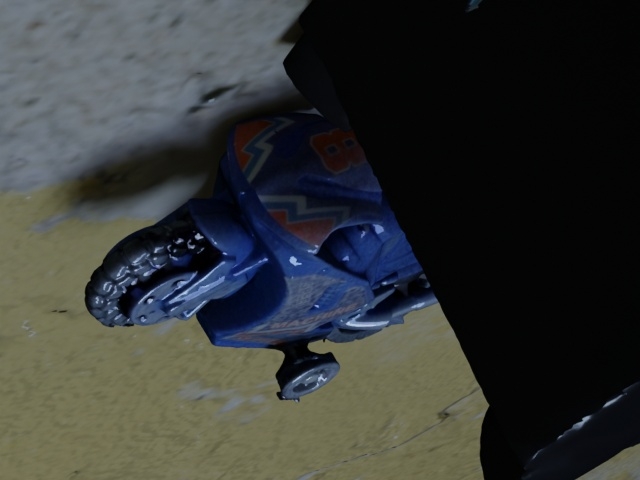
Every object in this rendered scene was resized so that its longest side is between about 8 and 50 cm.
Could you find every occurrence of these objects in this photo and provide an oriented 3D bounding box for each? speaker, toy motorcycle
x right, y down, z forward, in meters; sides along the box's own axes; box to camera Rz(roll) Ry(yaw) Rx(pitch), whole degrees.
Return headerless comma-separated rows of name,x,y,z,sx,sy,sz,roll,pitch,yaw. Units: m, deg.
speaker,0.157,-0.057,0.583,0.232,0.184,0.254,-4,151,-43
toy motorcycle,0.000,0.000,0.720,0.114,0.076,0.205,-42,155,24

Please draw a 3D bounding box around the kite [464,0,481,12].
kite,-0.003,-0.141,0.330,0.368,0.014,0.406,-18,153,17
